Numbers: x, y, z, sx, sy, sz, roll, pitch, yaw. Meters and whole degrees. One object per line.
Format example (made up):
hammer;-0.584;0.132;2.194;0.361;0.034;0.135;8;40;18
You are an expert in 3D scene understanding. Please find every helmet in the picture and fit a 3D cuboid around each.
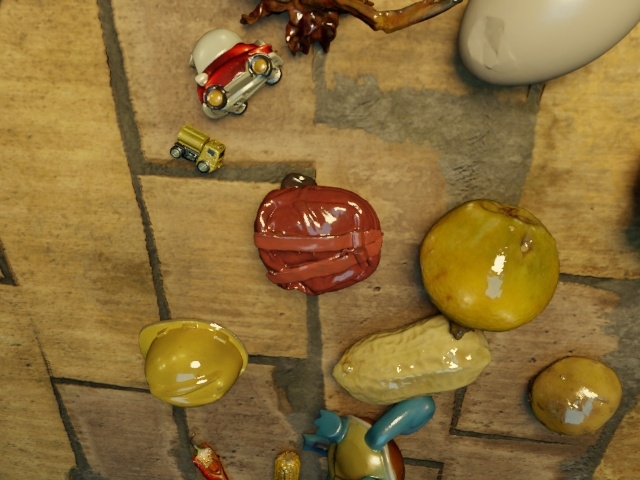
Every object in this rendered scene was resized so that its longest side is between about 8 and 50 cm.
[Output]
helmet;-0.295;0.287;0.976;0.257;0.140;0.205;2;119;4

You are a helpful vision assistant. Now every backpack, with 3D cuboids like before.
backpack;0.001;-0.001;0.769;0.230;0.138;0.229;4;120;6

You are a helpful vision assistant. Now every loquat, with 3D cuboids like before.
loquat;0.262;0.058;0.734;0.214;0.213;0.245;13;117;0

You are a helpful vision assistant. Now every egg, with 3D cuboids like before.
egg;0.280;-0.289;0.551;0.232;0.176;0.176;-28;112;26

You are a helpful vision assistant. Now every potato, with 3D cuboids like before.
potato;0.494;0.307;0.884;0.137;0.137;0.175;25;117;-6

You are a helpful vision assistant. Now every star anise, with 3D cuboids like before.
star anise;0.011;-0.345;0.576;0.347;0.148;0.237;21;122;7

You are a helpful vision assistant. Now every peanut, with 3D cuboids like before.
peanut;0.171;0.239;0.881;0.313;0.152;0.152;-23;114;18

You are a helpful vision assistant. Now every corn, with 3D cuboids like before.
corn;-0.090;0.622;1.171;0.068;0.068;0.207;9;122;3

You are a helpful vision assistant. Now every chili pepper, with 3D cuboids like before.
chili pepper;-0.290;0.608;1.205;0.051;0.059;0.267;11;133;47

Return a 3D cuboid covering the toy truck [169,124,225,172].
toy truck;-0.204;-0.154;0.765;0.083;0.049;0.054;28;118;-6

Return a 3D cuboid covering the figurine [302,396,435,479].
figurine;0.088;0.496;1.010;0.298;0.243;0.416;43;123;34

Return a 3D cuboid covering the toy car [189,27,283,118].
toy car;-0.135;-0.262;0.674;0.139;0.112;0.112;-34;94;13
